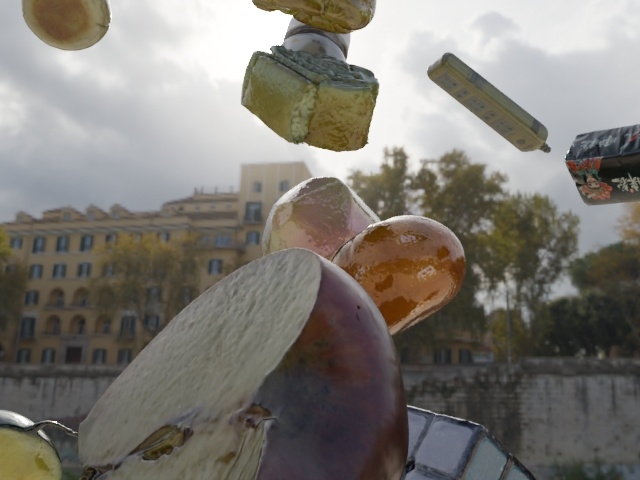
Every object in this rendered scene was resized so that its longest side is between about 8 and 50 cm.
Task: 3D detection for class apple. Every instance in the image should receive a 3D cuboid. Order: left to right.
[{"bbox_3d":[-0.099,0.192,0.685,0.365,0.295,0.329,-32,-9,33],"label":"apple"}]

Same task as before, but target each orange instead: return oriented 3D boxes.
[{"bbox_3d":[0.119,0.054,1.257,0.240,0.171,0.240,-28,-17,-9],"label":"orange"}]

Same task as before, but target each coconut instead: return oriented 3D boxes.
[{"bbox_3d":[0.000,0.000,1.522,0.233,0.233,0.245,-11,-38,38],"label":"coconut"}]

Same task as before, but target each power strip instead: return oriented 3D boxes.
[{"bbox_3d":[0.436,-0.333,1.954,0.387,0.066,0.092,33,-22,-14],"label":"power strip"}]

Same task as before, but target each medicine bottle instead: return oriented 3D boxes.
[{"bbox_3d":[-0.025,-0.375,1.714,0.165,0.273,0.165,9,-34,6],"label":"medicine bottle"}]

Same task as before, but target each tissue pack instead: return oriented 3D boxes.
[{"bbox_3d":[0.472,-0.117,1.171,0.170,0.090,0.103,-7,-52,50],"label":"tissue pack"}]

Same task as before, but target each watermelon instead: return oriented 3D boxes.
[{"bbox_3d":[-0.479,0.323,1.106,0.204,0.232,0.127,30,5,-32],"label":"watermelon"}]

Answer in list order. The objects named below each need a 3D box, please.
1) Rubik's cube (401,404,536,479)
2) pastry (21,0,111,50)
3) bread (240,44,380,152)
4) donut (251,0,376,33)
[{"bbox_3d":[0.127,0.465,1.158,0.343,0.344,0.337,3,-34,50],"label":"Rubik's cube"},{"bbox_3d":[-0.439,-0.410,1.343,0.156,0.092,0.156,4,-53,5],"label":"pastry"},{"bbox_3d":[-0.030,-0.243,1.267,0.257,0.124,0.186,32,29,34],"label":"bread"},{"bbox_3d":[-0.012,-0.500,1.538,0.261,0.128,0.208,13,7,-15],"label":"donut"}]
